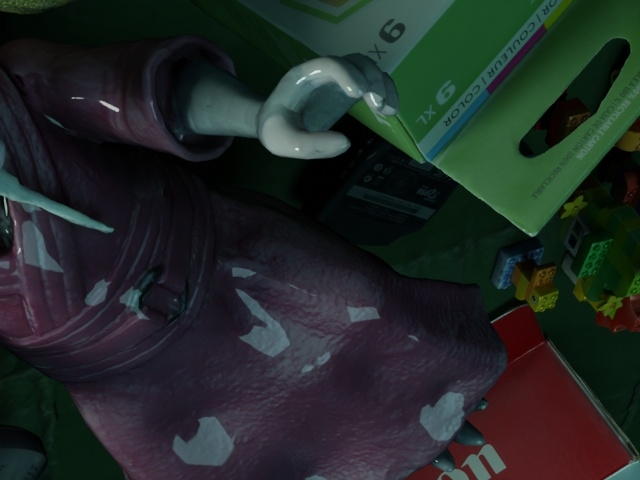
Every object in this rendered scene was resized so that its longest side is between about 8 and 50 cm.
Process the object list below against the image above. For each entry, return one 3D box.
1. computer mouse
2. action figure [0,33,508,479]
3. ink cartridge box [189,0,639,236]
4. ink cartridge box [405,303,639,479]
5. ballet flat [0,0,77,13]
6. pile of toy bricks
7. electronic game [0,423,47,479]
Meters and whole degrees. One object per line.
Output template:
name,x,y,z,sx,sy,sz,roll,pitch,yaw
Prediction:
computer mouse,0.000,0.000,0.804,0.071,0.041,0.242,18,127,-38
action figure,-0.083,-0.002,0.578,0.248,0.275,0.370,-45,136,6
ink cartridge box,0.033,-0.105,0.537,0.109,0.209,0.062,-48,146,-5
ink cartridge box,0.091,0.226,1.050,0.309,0.130,0.272,-34,143,1
ballet flat,-0.197,-0.144,0.427,0.349,0.123,0.123,10,126,-42
pile of toy bricks,0.180,-0.007,0.868,0.118,0.105,0.212,-16,140,-23
electronic game,-0.253,0.141,0.706,0.229,0.048,0.229,-17,163,-5
